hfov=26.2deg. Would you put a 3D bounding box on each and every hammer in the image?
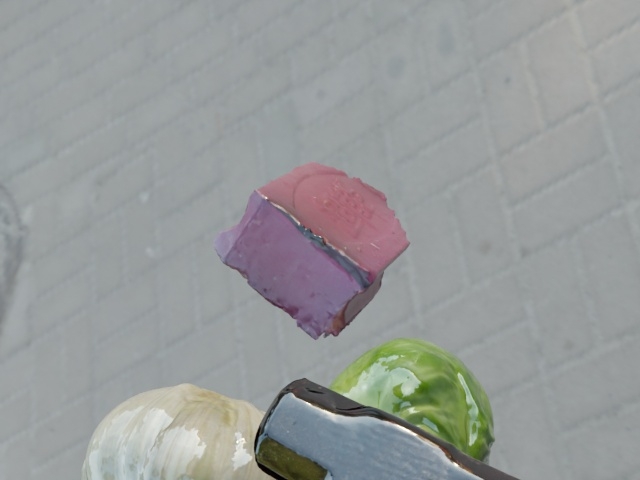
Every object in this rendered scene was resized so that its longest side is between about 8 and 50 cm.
[{"bbox_3d":[-0.023,0.312,1.058,0.242,0.095,0.409,28,67,23],"label":"hammer"}]

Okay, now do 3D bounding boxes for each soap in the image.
[{"bbox_3d":[0.000,0.000,1.467,0.162,0.250,0.099,34,109,6],"label":"soap"}]

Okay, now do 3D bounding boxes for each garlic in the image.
[{"bbox_3d":[-0.112,0.221,1.302,0.228,0.228,0.152,-10,62,42],"label":"garlic"}]

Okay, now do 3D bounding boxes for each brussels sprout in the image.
[{"bbox_3d":[0.113,0.244,1.728,0.244,0.244,0.244,-23,55,36],"label":"brussels sprout"}]
